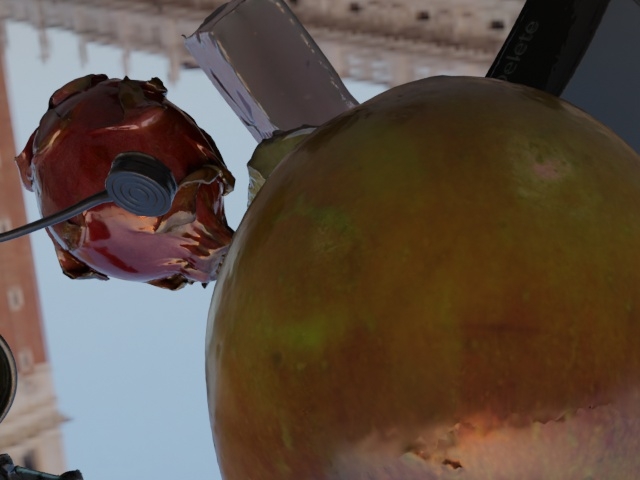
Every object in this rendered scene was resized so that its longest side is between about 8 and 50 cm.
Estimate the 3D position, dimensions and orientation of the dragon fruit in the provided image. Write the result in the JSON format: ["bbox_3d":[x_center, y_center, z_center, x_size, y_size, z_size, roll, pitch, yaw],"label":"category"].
[{"bbox_3d":[-0.234,-0.066,1.844,0.250,0.315,0.250,-30,174,-4],"label":"dragon fruit"}]

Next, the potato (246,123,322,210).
[{"bbox_3d":[0.000,0.000,1.460,0.255,0.269,0.112,-20,-147,58],"label":"potato"}]

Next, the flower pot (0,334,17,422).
[{"bbox_3d":[-0.420,0.145,1.687,0.157,0.157,0.107,-12,-167,-17],"label":"flower pot"}]

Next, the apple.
[{"bbox_3d":[0.088,0.078,1.061,0.374,0.384,0.374,7,-123,-11],"label":"apple"}]

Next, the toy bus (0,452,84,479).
[{"bbox_3d":[-0.357,0.328,1.856,0.109,0.262,0.091,-35,-126,23],"label":"toy bus"}]

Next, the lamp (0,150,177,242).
[{"bbox_3d":[-0.305,0.010,1.492,0.371,0.130,0.108,-5,-137,24],"label":"lamp"}]

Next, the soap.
[{"bbox_3d":[-0.036,-0.171,1.862,0.107,0.285,0.296,-38,-171,-6],"label":"soap"}]

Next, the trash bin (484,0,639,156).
[{"bbox_3d":[0.287,-0.142,1.487,0.225,0.165,0.115,29,177,-35],"label":"trash bin"}]
